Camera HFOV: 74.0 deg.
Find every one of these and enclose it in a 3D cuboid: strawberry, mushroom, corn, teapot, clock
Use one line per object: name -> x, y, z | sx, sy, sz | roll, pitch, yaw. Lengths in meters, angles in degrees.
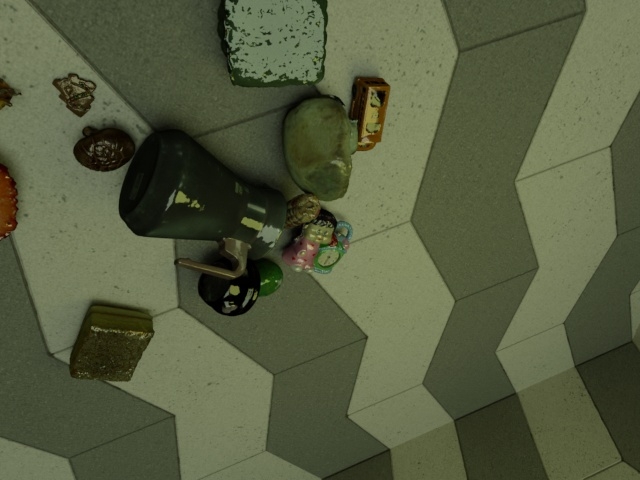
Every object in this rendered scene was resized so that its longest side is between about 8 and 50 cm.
strawberry -> -0.762, -0.098, 0.913 | 0.190, 0.111, 0.237 | -33, 154, -28
mushroom -> -0.004, -0.210, 1.070 | 0.189, 0.164, 0.267 | 4, 139, -10
corn -> -0.067, -0.073, 1.143 | 0.079, 0.237, 0.080 | 2, 83, -19
teapot -> -0.272, -0.072, 1.016 | 0.343, 0.301, 0.253 | 21, 152, -38
mushroom -> -0.484, -0.203, 0.954 | 0.126, 0.085, 0.109 | -28, 131, 7
clock -> 0.000, 0.000, 1.292 | 0.193, 0.100, 0.196 | 9, 123, -32

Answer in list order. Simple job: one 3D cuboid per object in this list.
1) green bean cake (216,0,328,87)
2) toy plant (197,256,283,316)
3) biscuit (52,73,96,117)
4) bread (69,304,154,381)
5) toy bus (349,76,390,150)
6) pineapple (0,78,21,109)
green bean cake -> -0.103, -0.448, 0.908 | 0.226, 0.125, 0.223 | -7, 129, -15
toy plant -> -0.237, 0.132, 1.258 | 0.218, 0.176, 0.235 | -34, 158, 13
biscuit -> -0.522, -0.308, 0.908 | 0.082, 0.016, 0.092 | -1, 123, -22
bread -> -0.620, 0.305, 1.256 | 0.184, 0.111, 0.234 | 17, 118, -34
toy bus -> 0.124, -0.319, 1.114 | 0.083, 0.088, 0.195 | -6, 127, -17
pineapple -> -0.723, -0.276, 0.810 | 0.232, 0.080, 0.135 | -27, 127, -2
